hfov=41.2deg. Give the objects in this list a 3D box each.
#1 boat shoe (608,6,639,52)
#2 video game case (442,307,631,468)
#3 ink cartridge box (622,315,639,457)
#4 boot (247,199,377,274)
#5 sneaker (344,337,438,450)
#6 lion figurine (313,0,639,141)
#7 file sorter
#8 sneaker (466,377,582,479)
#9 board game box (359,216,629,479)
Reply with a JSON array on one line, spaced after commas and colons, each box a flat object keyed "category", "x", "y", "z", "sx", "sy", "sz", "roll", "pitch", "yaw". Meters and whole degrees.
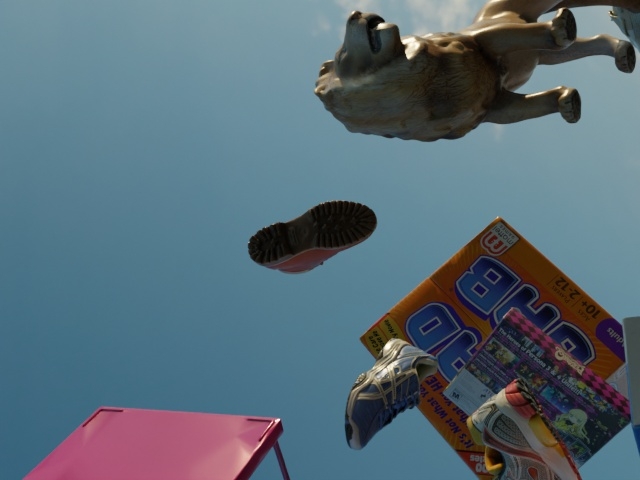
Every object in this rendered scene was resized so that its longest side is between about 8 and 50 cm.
[{"category": "boat shoe", "x": 0.544, "y": -0.393, "z": 1.434, "sx": 0.098, "sy": 0.109, "sz": 0.302, "roll": 32, "pitch": -175, "yaw": 24}, {"category": "video game case", "x": 0.329, "y": 0.246, "z": 1.309, "sx": 0.232, "sy": 0.210, "sz": 0.042, "roll": 39, "pitch": -137, "yaw": 14}, {"category": "ink cartridge box", "x": 0.332, "y": 0.192, "z": 0.764, "sx": 0.134, "sy": 0.078, "sz": 0.231, "roll": -70, "pitch": -36, "yaw": -51}, {"category": "boot", "x": 0.000, "y": 0.000, "z": 1.030, "sx": 0.084, "sy": 0.158, "sz": 0.059, "roll": 43, "pitch": -145, "yaw": -61}, {"category": "sneaker", "x": 0.103, "y": 0.228, "z": 1.271, "sx": 0.211, "sy": 0.081, "sz": 0.080, "roll": -51, "pitch": -38, "yaw": -39}, {"category": "lion figurine", "x": 0.187, "y": -0.203, "z": 0.910, "sx": 0.392, "sy": 0.240, "sz": 0.142, "roll": -29, "pitch": -67, "yaw": -47}, {"category": "file sorter", "x": -0.195, "y": 0.344, "z": 1.049, "sx": 0.202, "sy": 0.291, "sz": 0.182, "roll": -45, "pitch": -54, "yaw": -54}, {"category": "sneaker", "x": 0.244, "y": 0.252, "z": 1.019, "sx": 0.225, "sy": 0.093, "sz": 0.088, "roll": 52, "pitch": -168, "yaw": -33}, {"category": "board game box", "x": 0.359, "y": 0.251, "z": 1.639, "sx": 0.356, "sy": 0.356, "sz": 0.356, "roll": 48, "pitch": 178, "yaw": 32}]
